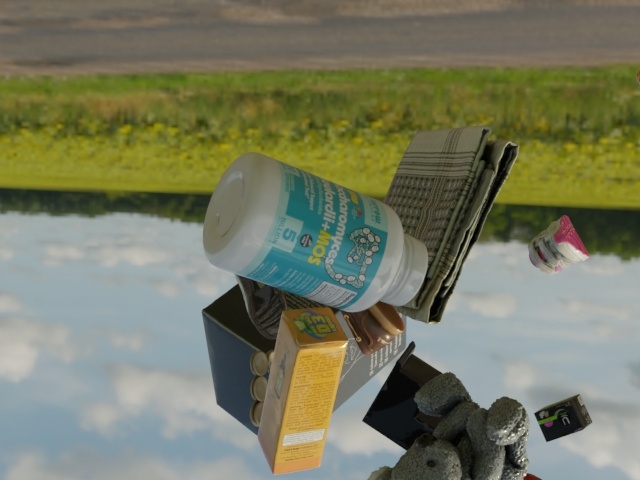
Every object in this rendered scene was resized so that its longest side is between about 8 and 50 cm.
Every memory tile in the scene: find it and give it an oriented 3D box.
[{"bbox_3d":[-0.060,0.219,1.622,0.012,0.113,0.148,-6,175,32],"label":"memory tile"}]

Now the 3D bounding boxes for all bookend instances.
[{"bbox_3d":[0.177,0.283,1.851,0.156,0.157,0.072,32,-145,10],"label":"bookend"}]

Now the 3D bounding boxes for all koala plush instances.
[{"bbox_3d":[0.197,0.356,1.685,0.221,0.203,0.196,-28,-151,-34],"label":"koala plush"}]

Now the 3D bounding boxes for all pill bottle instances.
[{"bbox_3d":[0.000,0.000,1.323,0.264,0.146,0.146,20,175,-26],"label":"pill bottle"}]

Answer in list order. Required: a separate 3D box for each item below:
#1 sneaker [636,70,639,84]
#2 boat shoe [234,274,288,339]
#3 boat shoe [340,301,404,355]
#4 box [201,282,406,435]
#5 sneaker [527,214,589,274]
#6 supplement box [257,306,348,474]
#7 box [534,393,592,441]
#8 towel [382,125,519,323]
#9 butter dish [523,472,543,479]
[{"bbox_3d":[0.583,-0.223,1.780,0.175,0.067,0.064,36,152,-25],"label":"sneaker"},{"bbox_3d":[-0.107,0.075,1.815,0.068,0.190,0.072,-23,-159,-12],"label":"boat shoe"},{"bbox_3d":[0.031,0.062,1.497,0.073,0.207,0.073,-39,163,23],"label":"boat shoe"},{"bbox_3d":[-0.021,0.187,2.229,0.212,0.294,0.395,31,-129,31],"label":"box"},{"bbox_3d":[0.500,0.023,2.296,0.111,0.103,0.252,-28,164,8],"label":"sneaker"},{"bbox_3d":[-0.026,0.202,1.442,0.080,0.233,0.078,-5,-142,-21],"label":"supplement box"},{"bbox_3d":[0.462,0.338,2.056,0.083,0.062,0.052,-29,171,33],"label":"box"},{"bbox_3d":[0.163,-0.037,1.719,0.056,0.312,0.324,27,176,-22],"label":"towel"},{"bbox_3d":[0.400,0.497,1.904,0.160,0.160,0.118,33,-161,17],"label":"butter dish"}]
